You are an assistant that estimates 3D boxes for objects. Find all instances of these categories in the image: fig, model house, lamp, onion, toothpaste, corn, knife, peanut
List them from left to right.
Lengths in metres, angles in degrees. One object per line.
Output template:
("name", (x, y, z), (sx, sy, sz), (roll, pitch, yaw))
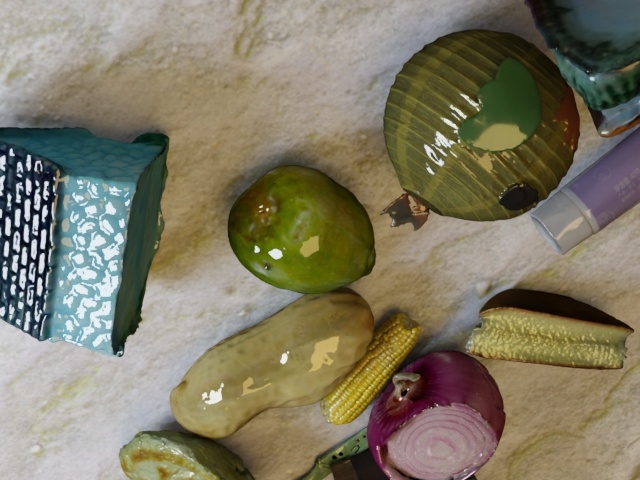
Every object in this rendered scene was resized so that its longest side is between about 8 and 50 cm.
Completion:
("model house", (-0.328, -0.010, 1.354), (0.241, 0.226, 0.261), (11, 112, -3))
("peanut", (-0.062, 0.181, 1.540), (0.319, 0.147, 0.147), (-32, 120, 6))
("fig", (-0.008, 0.005, 1.445), (0.233, 0.167, 0.167), (39, 103, -21))
("knife", (0.002, 0.359, 1.719), (0.293, 0.020, 0.043), (-36, 123, 6))
("corn", (0.071, 0.192, 1.618), (0.067, 0.067, 0.206), (29, 108, -25))
("onion", (0.169, 0.254, 1.610), (0.201, 0.200, 0.207), (11, 116, -19))
("lamp", (0.182, -0.123, 1.361), (0.250, 0.250, 0.284), (40, 90, -28))
("toothpaste", (0.469, -0.116, 1.546), (0.371, 0.080, 0.125), (-36, 120, 1))
("model house", (0.435, -0.235, 1.339), (0.297, 0.360, 0.339), (-22, 135, 13))

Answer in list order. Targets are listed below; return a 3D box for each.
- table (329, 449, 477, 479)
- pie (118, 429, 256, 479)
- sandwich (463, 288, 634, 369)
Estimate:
("table", (0.143, 0.424, 1.691), (0.193, 0.169, 0.172), (-19, 123, -8))
("pie", (-0.178, 0.342, 1.599), (0.201, 0.090, 0.248), (-9, 141, 43))
("sandwich", (0.332, 0.133, 1.634), (0.258, 0.096, 0.094), (10, 109, -17))
